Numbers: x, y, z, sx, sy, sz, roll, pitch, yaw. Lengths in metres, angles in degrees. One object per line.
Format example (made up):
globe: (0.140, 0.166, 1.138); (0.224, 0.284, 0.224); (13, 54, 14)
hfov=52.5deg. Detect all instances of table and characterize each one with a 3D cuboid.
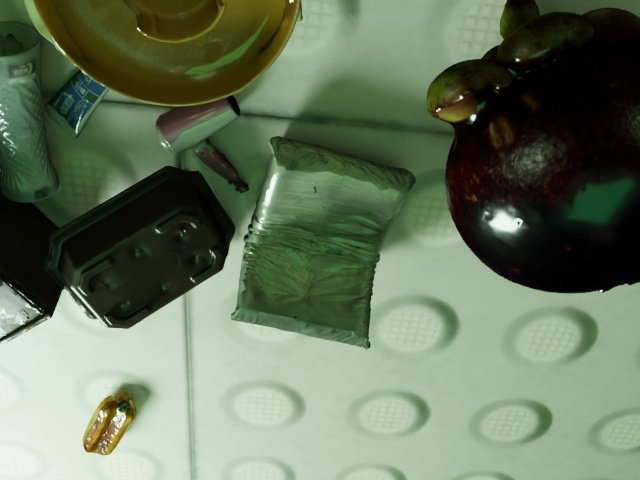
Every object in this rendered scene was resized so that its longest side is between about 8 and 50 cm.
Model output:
table: (-0.482, 0.030, 0.898); (0.169, 0.172, 0.193); (-27, 123, 14)

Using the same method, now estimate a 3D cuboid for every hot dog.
hot dog: (-0.401, 0.347, 1.232); (0.072, 0.055, 0.188); (22, 125, -20)

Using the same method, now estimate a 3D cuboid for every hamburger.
hamburger: (-0.150, -0.285, 0.625); (0.274, 0.212, 0.274); (-10, 137, -9)

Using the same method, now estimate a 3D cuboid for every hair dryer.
hair dryer: (-0.138, -0.122, 0.872); (0.106, 0.054, 0.154); (-19, 136, 10)

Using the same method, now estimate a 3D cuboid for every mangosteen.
mangosteen: (0.275, -0.112, 0.731); (0.307, 0.307, 0.347); (-25, 96, 19)

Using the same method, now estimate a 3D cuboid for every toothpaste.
toothpaste: (-0.276, -0.205, 0.808); (0.197, 0.035, 0.057); (-38, 103, 28)

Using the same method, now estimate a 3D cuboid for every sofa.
sofa: (0.000, 0.000, 0.876); (0.210, 0.176, 0.225); (15, 127, -11)

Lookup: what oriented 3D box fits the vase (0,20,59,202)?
vase: (-0.384, -0.152, 0.817); (0.096, 0.096, 0.219); (5, 131, -3)

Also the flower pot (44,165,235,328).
flower pot: (-0.238, 0.025, 0.897); (0.251, 0.084, 0.179); (-32, 125, -6)
